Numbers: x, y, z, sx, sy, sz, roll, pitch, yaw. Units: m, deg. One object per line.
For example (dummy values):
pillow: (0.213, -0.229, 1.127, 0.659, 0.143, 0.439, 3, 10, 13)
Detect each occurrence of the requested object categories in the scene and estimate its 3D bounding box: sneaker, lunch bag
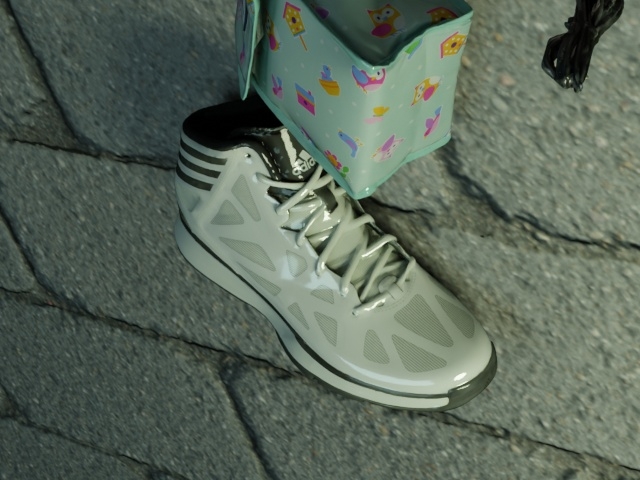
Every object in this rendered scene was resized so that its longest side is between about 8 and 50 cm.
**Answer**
sneaker: (-0.001, 0.000, 2.076, 0.447, 0.169, 0.257, 32, 150, 26)
lunch bag: (0.005, -0.208, 1.827, 0.262, 0.160, 0.223, 46, 156, 21)

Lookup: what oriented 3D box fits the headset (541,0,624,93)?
headset: (0.370, -0.155, 1.392, 0.394, 0.185, 0.243, 9, 134, 28)
